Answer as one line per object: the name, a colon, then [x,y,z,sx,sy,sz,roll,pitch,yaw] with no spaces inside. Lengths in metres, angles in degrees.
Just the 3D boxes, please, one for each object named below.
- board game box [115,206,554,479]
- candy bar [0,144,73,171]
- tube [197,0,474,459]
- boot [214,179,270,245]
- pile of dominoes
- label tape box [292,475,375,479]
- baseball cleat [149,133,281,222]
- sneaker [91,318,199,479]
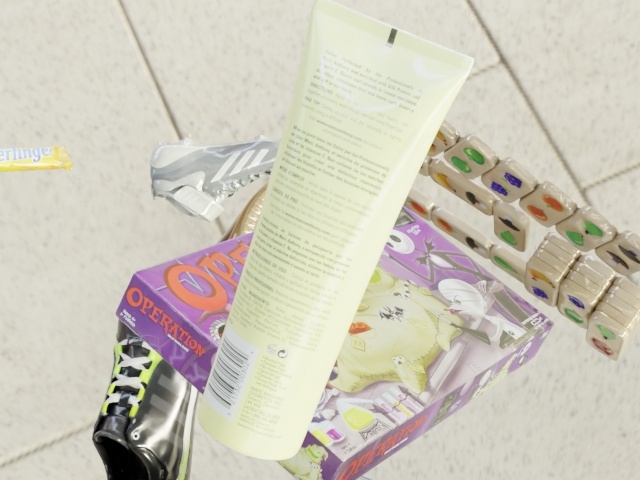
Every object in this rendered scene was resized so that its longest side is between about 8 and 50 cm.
board game box: [0.028,0.063,0.999,0.208,0.347,0.056,35,119,22]
candy bar: [-0.384,-0.101,1.562,0.161,0.018,0.040,-4,55,-40]
tube: [0.000,0.000,0.670,0.070,0.062,0.240,13,107,-19]
boot: [-0.129,0.024,1.648,0.090,0.207,0.248,41,63,-23]
pile of dominoes: [0.125,-0.006,0.928,0.251,0.196,0.040,34,76,19]
label tape box: [-0.076,0.376,1.090,0.347,0.115,0.249,-18,106,-38]
baseball cleat: [-0.106,-0.076,1.555,0.206,0.072,0.109,-2,82,-2]
sneaker: [-0.169,0.161,1.201,0.084,0.097,0.235,1,97,28]
